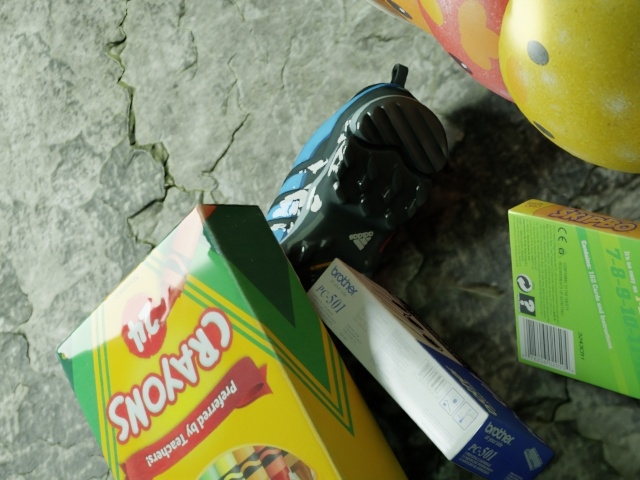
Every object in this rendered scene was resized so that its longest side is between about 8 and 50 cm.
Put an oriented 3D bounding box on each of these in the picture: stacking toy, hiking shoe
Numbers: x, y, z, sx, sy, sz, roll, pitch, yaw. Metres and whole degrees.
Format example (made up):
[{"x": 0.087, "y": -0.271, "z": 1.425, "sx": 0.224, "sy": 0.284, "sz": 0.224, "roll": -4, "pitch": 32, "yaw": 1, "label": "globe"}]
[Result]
[{"x": 0.205, "y": -0.166, "z": 1.022, "sx": 0.350, "sy": 0.350, "sz": 0.480, "roll": -39, "pitch": 43, "yaw": 17, "label": "stacking toy"}, {"x": 0.000, "y": 0.000, "z": 1.323, "sx": 0.304, "sy": 0.113, "sz": 0.132, "roll": -51, "pitch": 15, "yaw": 15, "label": "hiking shoe"}]

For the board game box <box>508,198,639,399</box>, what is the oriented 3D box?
[{"x": 0.240, "y": 0.055, "z": 1.072, "sx": 0.259, "sy": 0.039, "sz": 0.124, "roll": 17, "pitch": 122, "yaw": 45, "label": "board game box"}]

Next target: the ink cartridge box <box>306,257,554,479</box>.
[{"x": 0.078, "y": 0.100, "z": 1.187, "sx": 0.046, "sy": 0.097, "sz": 0.207, "roll": -50, "pitch": 46, "yaw": 7, "label": "ink cartridge box"}]

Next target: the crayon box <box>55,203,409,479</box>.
[{"x": -0.060, "y": 0.156, "z": 1.200, "sx": 0.202, "sy": 0.081, "sz": 0.318, "roll": -44, "pitch": 64, "yaw": 29, "label": "crayon box"}]
